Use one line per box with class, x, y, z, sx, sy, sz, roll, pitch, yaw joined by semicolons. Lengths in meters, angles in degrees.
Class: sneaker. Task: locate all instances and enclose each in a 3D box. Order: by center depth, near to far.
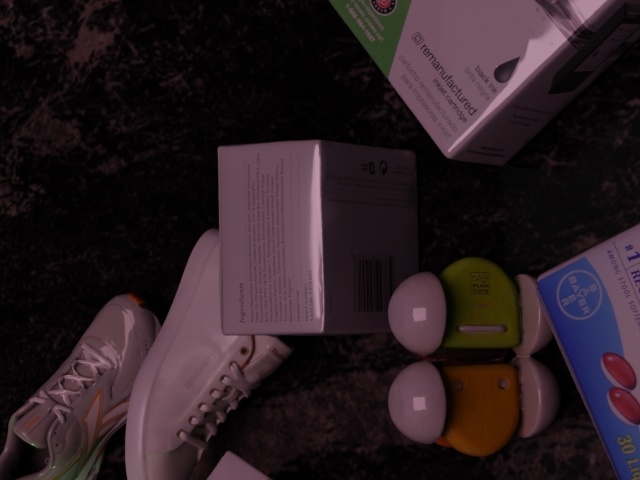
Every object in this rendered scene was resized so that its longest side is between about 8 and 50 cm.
sneaker;-0.103;0.133;1.926;0.123;0.106;0.290;13;80;27
sneaker;-0.258;0.173;2.041;0.099;0.121;0.262;36;107;27

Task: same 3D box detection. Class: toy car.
toy car;0.130;0.106;1.797;0.136;0.159;0.182;176;94;-69

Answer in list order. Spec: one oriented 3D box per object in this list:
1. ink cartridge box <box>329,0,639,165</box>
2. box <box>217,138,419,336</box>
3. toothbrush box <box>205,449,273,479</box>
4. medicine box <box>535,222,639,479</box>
ink cartridge box;0.182;-0.241;1.768;0.289;0.121;0.211;-45;67;23
box;0.000;0.000;1.844;0.119;0.181;0.181;-3;87;32
toothbrush box;-0.026;0.363;1.834;0.283;0.122;0.206;29;81;34
medicine box;0.373;0.088;1.621;0.289;0.149;0.263;-31;73;29
